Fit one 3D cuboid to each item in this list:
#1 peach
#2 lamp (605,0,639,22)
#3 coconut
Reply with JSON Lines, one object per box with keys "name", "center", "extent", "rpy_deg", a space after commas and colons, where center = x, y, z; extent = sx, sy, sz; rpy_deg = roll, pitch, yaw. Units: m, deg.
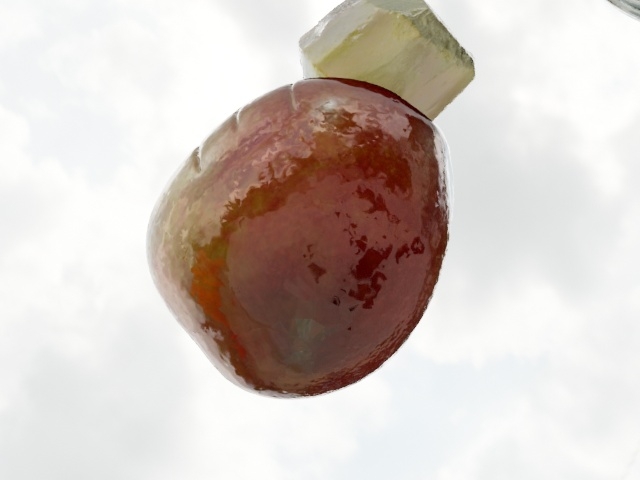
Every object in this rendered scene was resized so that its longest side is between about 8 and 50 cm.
{"name": "peach", "center": [0.000, 0.000, 1.158], "extent": [0.274, 0.245, 0.248], "rpy_deg": [-45, -44, 17]}
{"name": "lamp", "center": [0.358, -0.306, 1.247], "extent": [0.265, 0.233, 0.233], "rpy_deg": [14, -60, 14]}
{"name": "coconut", "center": [0.055, -0.159, 1.265], "extent": [0.153, 0.147, 0.147], "rpy_deg": [-40, -51, 12]}
